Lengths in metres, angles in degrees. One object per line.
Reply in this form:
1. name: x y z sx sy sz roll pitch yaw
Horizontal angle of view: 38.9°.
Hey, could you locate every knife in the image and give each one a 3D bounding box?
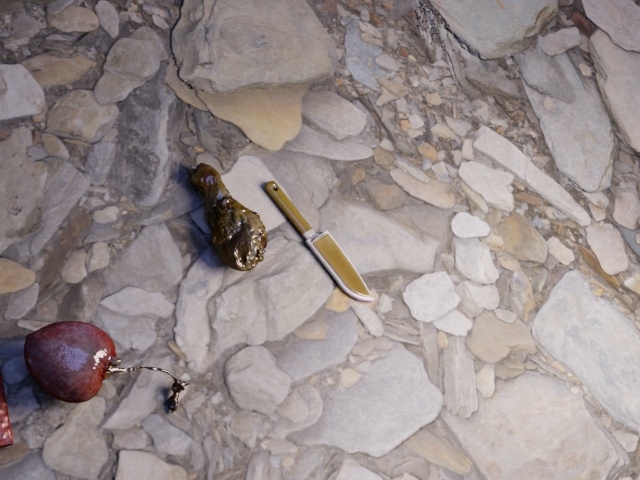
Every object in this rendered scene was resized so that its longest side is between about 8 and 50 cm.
1. knife: 0.000 -0.001 1.441 0.046 0.022 0.256 -31 77 -37

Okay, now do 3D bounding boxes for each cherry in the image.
1. cherry: -0.283 0.177 1.185 0.226 0.090 0.107 29 43 -16

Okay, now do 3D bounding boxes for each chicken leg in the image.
1. chicken leg: -0.142 -0.039 1.384 0.085 0.069 0.197 -29 68 -9

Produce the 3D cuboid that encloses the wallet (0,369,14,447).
1. wallet: -0.458 0.175 1.148 0.103 0.020 0.196 -8 66 -26
